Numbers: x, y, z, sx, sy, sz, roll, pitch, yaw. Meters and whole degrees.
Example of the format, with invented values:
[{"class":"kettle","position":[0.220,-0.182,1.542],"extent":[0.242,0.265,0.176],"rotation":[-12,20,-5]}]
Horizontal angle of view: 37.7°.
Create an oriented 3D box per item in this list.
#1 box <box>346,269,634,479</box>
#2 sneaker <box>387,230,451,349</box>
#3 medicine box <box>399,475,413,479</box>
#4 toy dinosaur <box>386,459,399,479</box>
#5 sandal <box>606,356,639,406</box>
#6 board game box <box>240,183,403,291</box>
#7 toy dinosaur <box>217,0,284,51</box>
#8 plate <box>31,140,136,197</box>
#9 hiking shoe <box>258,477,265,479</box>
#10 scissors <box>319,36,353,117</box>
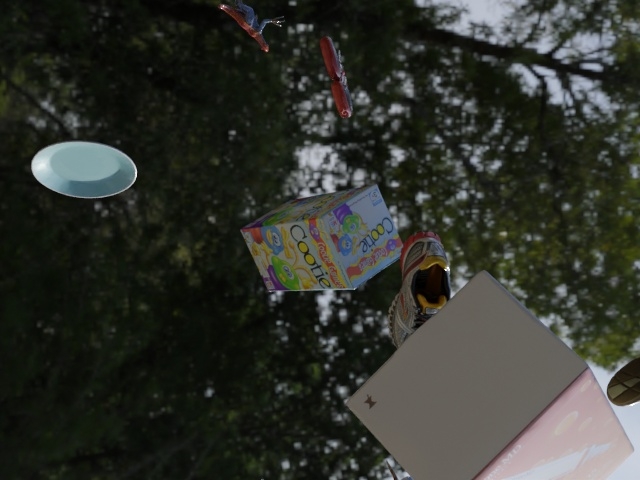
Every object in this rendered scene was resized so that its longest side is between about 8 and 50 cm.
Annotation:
[{"class":"box","position":[0.216,0.223,1.113],"extent":[0.215,0.345,0.168],"rotation":[-44,-127,0]},{"class":"sneaker","position":[0.157,0.104,1.477],"extent":[0.093,0.088,0.225],"rotation":[-110,-162,-63]},{"class":"medicine box","position":[0.194,0.591,1.726],"extent":[0.263,0.149,0.289],"rotation":[59,6,22]},{"class":"toy dinosaur","position":[0.150,0.559,1.950],"extent":[0.212,0.112,0.064],"rotation":[-65,-152,24]},{"class":"sandal","position":[0.480,0.182,1.293],"extent":[0.180,0.049,0.072],"rotation":[-36,-159,17]},{"class":"board game box","position":[0.000,0.000,1.742],"extent":[0.275,0.144,0.142],"rotation":[-6,-68,54]},{"class":"toy dinosaur","position":[-0.096,-0.285,1.246],"extent":[0.047,0.090,0.082],"rotation":[16,-53,55]},{"class":"plate","position":[-0.431,-0.136,1.713],"extent":[0.188,0.188,0.024],"rotation":[127,-35,-55]},{"class":"hiking shoe","position":[-0.123,0.673,2.010],"extent":[0.113,0.132,0.304],"rotation":[119,-8,-47]},{"class":"scissors","position":[0.027,-0.228,1.332],"extent":[0.297,0.021,0.109],"rotation":[-66,138,-81]}]
